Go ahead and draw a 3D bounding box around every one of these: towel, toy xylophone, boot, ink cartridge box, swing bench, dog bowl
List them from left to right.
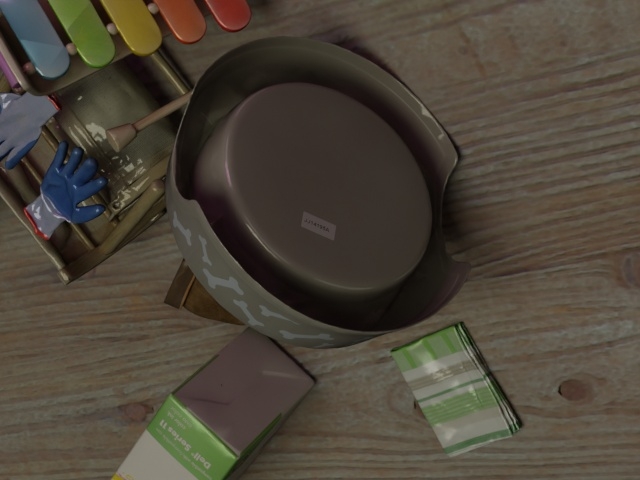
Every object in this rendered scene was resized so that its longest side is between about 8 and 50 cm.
[{"bbox_3d":[-0.285,-0.127,1.634,0.253,0.165,0.255,52,132,0],"label":"swing bench"},{"bbox_3d":[-0.207,-0.250,1.479,0.236,0.323,0.081,51,165,0],"label":"toy xylophone"},{"bbox_3d":[-0.175,0.294,1.721,0.119,0.207,0.353,41,125,7],"label":"ink cartridge box"},{"bbox_3d":[-0.087,-0.017,1.615,0.115,0.112,0.305,26,129,-2],"label":"boot"},{"bbox_3d":[-0.006,-0.043,1.405,0.348,0.349,0.102,49,139,3],"label":"dog bowl"},{"bbox_3d":[0.158,0.181,1.591,0.113,0.023,0.152,-27,96,35],"label":"towel"}]

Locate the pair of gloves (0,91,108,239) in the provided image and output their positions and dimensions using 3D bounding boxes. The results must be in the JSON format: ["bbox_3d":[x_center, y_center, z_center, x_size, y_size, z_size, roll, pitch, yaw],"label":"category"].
[{"bbox_3d":[-0.331,-0.097,1.558,0.159,0.023,0.198,-34,91,41],"label":"pair of gloves"}]
